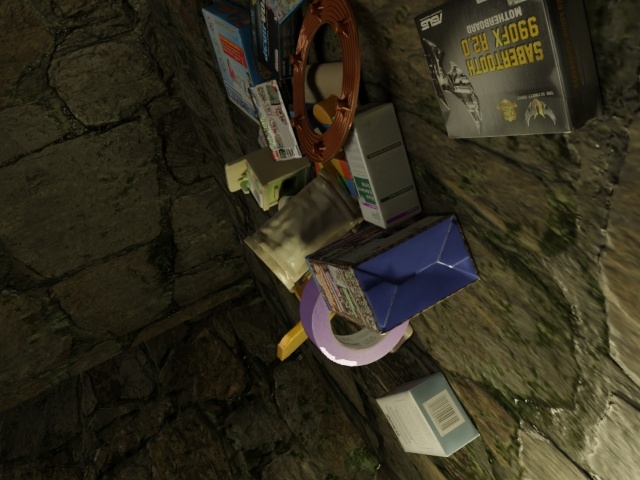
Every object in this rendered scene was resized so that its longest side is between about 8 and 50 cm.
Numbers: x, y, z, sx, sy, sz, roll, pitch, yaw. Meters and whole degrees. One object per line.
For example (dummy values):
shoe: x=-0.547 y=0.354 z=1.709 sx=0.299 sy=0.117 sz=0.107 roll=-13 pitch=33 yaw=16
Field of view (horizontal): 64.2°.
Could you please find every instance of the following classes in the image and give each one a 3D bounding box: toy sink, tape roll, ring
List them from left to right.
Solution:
toy sink: x=-0.159 y=-0.193 z=1.588 sx=0.131 sy=0.234 sz=0.152 roll=58 pitch=162 yaw=21
ring: x=-0.006 y=-0.326 z=1.036 sx=0.337 sy=0.032 sz=0.336 roll=176 pitch=90 yaw=-68
tape roll: x=0.090 y=0.172 z=1.290 sx=0.090 sy=0.275 sz=0.274 roll=28 pitch=141 yaw=63

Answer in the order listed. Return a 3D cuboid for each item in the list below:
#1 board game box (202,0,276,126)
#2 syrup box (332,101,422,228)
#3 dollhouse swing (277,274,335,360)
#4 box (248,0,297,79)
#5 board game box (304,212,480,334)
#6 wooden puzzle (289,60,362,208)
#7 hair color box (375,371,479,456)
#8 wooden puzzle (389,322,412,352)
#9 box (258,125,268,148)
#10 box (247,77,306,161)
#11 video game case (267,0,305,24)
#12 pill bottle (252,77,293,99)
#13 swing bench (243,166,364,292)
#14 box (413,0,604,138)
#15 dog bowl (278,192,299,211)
board game box: x=-0.228 y=-0.534 z=1.543 sx=0.308 sy=0.086 sz=0.301 roll=47 pitch=157 yaw=46
syrup box: x=0.116 y=-0.151 z=1.032 sx=0.093 sy=0.096 sz=0.236 roll=32 pitch=144 yaw=64
dollhouse swing: x=-0.085 y=0.214 z=1.867 sx=0.315 sy=0.305 sz=0.347 roll=59 pitch=164 yaw=17
box: x=-0.114 y=-0.520 z=1.211 sx=0.175 sy=0.051 sz=0.220 roll=50 pitch=150 yaw=41
board game box: x=0.132 y=0.055 z=1.053 sx=0.141 sy=0.232 sz=0.291 roll=66 pitch=165 yaw=-9
wooden puzzle: x=0.028 y=-0.236 z=1.209 sx=0.322 sy=0.081 sz=0.347 roll=34 pitch=146 yaw=61
hair color box: x=0.291 y=0.503 z=1.468 sx=0.185 sy=0.114 sz=0.374 roll=60 pitch=163 yaw=14
wooden puzzle: x=0.176 y=0.219 z=1.516 sx=0.221 sy=0.044 sz=0.238 roll=59 pitch=163 yaw=19
box: x=-0.161 y=-0.328 z=1.744 sx=0.145 sy=0.038 sz=0.186 roll=61 pitch=163 yaw=8
box: x=-0.109 y=-0.313 z=1.335 sx=0.114 sy=0.036 sz=0.206 roll=1 pitch=117 yaw=43
video game case: x=-0.081 y=-0.556 z=1.054 sx=0.119 sy=0.015 sz=0.166 roll=-30 pitch=85 yaw=39
pill bottle: x=-0.117 y=-0.354 z=1.427 sx=0.112 sy=0.112 sz=0.186 roll=26 pitch=139 yaw=65
swing bench: x=-0.034 y=-0.014 z=1.275 sx=0.165 sy=0.253 sz=0.254 roll=47 pitch=173 yaw=4
box: x=0.224 y=-0.226 z=0.642 sx=0.231 sy=0.056 sz=0.183 roll=24 pitch=137 yaw=66
dog bowl: x=0.000 y=0.000 z=1.585 sx=0.348 sy=0.102 sz=0.348 roll=49 pitch=155 yaw=32
